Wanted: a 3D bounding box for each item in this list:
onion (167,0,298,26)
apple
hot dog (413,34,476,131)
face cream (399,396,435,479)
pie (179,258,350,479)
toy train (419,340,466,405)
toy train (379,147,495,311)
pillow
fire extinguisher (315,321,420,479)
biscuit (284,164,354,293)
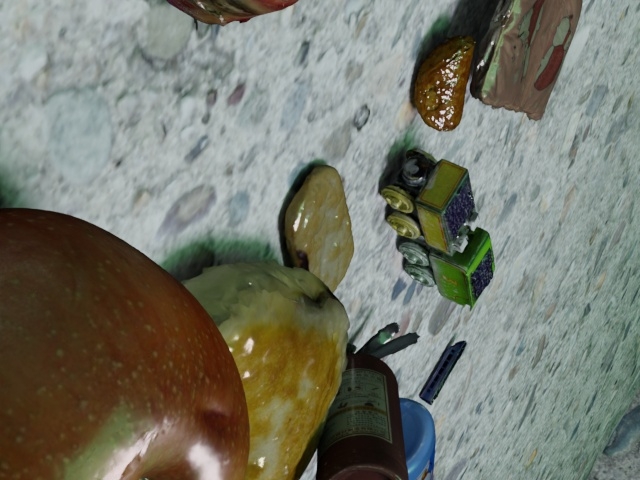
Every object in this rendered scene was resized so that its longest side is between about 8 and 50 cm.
[{"bbox_3d":[-0.045,-0.181,0.537,0.140,0.150,0.150,33,80,-30],"label":"onion"},{"bbox_3d":[-0.124,0.088,0.549,0.201,0.162,0.201,-49,154,-34],"label":"apple"},{"bbox_3d":[0.102,-0.129,0.979,0.058,0.035,0.083,-40,146,-45],"label":"hot dog"},{"bbox_3d":[0.063,0.278,1.235,0.149,0.083,0.264,-45,150,-33],"label":"face cream"},{"bbox_3d":[-0.085,0.167,0.821,0.339,0.077,0.339,-48,153,-35],"label":"pie"},{"bbox_3d":[0.138,0.146,1.349,0.083,0.017,0.017,-57,158,-17],"label":"toy train"},{"bbox_3d":[0.107,-0.007,1.053,0.060,0.081,0.202,-57,155,-18],"label":"toy train"},{"bbox_3d":[0.185,-0.180,1.080,0.135,0.049,0.248,-69,162,10],"label":"pillow"},{"bbox_3d":[0.044,0.140,0.987,0.099,0.071,0.231,-32,-160,15],"label":"fire extinguisher"},{"bbox_3d":[0.000,0.000,0.911,0.071,0.018,0.147,-56,154,-26],"label":"biscuit"}]
